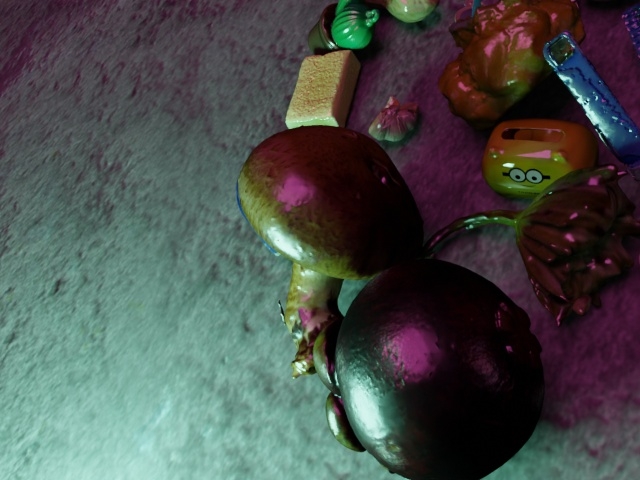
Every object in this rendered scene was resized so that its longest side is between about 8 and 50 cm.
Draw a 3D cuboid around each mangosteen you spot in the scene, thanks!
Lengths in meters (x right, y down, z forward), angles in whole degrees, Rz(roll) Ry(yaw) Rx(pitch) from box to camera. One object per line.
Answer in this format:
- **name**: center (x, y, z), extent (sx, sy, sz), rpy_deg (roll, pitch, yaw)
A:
- **mangosteen**: center (0.136, 0.190, 0.979), extent (0.347, 0.307, 0.307), rpy_deg (-28, 50, 35)

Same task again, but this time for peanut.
- **peanut**: center (0.152, -0.552, 1.524), extent (0.123, 0.123, 0.257), rpy_deg (-43, 51, 1)

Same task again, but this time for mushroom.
- **mushroom**: center (0.017, -0.010, 1.179), extent (0.331, 0.356, 0.334), rpy_deg (-22, 51, -38)

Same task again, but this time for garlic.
- **garlic**: center (0.147, -0.235, 1.362), extent (0.113, 0.074, 0.094), rpy_deg (-39, 14, -3)

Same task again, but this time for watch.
- **watch**: center (0.504, -0.232, 1.086), extent (0.276, 0.068, 0.274), rpy_deg (-28, 80, -34)

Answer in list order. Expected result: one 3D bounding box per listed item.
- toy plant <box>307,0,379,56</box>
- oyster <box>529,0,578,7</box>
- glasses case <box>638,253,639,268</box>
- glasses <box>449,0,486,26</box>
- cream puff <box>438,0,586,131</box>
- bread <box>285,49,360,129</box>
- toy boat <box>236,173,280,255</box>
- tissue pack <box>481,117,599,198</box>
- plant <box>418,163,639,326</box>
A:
- **toy plant**: center (0.058, -0.472, 1.519), extent (0.200, 0.105, 0.143), rpy_deg (-17, 63, 44)
- **oyster**: center (0.426, -0.513, 1.377), extent (0.128, 0.078, 0.345), rpy_deg (-4, 56, 4)
- **glasses case**: center (0.509, 0.087, 0.971), extent (0.083, 0.050, 0.196), rpy_deg (-18, 55, 23)
- **glasses**: center (0.337, -0.542, 1.373), extent (0.088, 0.220, 0.190), rpy_deg (12, 61, -7)
- **cream puff**: center (0.309, -0.325, 1.192), extent (0.185, 0.282, 0.282), rpy_deg (45, 89, 4)
- **bread**: center (0.005, -0.314, 1.496), extent (0.125, 0.068, 0.188), rpy_deg (-1, 63, 30)
- **toy boat**: center (-0.103, -0.086, 1.419), extent (0.129, 0.088, 0.295), rpy_deg (-43, 39, 1)
- **tissue pack**: center (0.359, -0.136, 1.145), extent (0.178, 0.127, 0.123), rpy_deg (10, 65, 33)
- **plant**: center (0.309, -0.032, 1.068), extent (0.333, 0.180, 0.251), rpy_deg (26, 83, 37)
